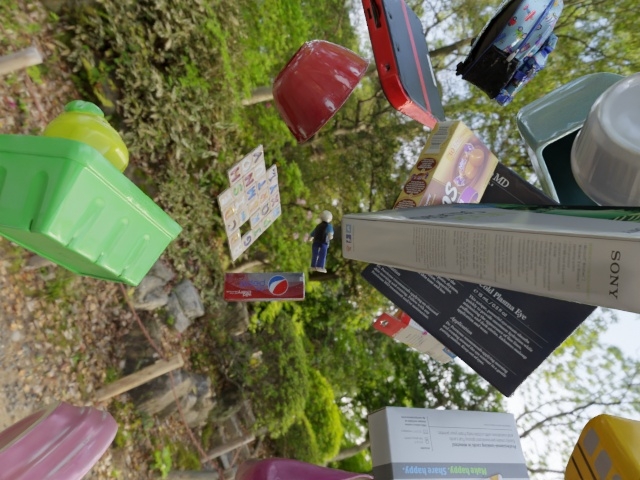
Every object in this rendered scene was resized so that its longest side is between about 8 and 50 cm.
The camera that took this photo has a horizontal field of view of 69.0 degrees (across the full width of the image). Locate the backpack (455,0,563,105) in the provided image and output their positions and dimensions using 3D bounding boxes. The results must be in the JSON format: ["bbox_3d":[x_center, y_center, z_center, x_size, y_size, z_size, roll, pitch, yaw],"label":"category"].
[{"bbox_3d":[0.325,-0.334,0.762,0.117,0.158,0.173,35,-41,0],"label":"backpack"}]

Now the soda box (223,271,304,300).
[{"bbox_3d":[-0.185,0.156,1.552,0.083,0.263,0.092,102,-12,-77],"label":"soda box"}]

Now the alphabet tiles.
[{"bbox_3d":[-0.158,-0.094,1.074,0.009,0.198,0.237,23,-40,23],"label":"alphabet tiles"}]

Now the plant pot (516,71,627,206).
[{"bbox_3d":[0.607,-0.244,1.100,0.247,0.248,0.252,51,20,-32],"label":"plant pot"}]

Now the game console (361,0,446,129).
[{"bbox_3d":[0.237,-0.515,1.304,0.342,0.060,0.386,6,71,-56],"label":"game console"}]

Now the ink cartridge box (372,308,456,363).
[{"bbox_3d":[0.271,0.238,1.272,0.231,0.078,0.134,27,-29,3],"label":"ink cartridge box"}]

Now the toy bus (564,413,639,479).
[{"bbox_3d":[0.325,0.315,0.396,0.332,0.108,0.130,-65,167,-69],"label":"toy bus"}]

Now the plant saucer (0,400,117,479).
[{"bbox_3d":[-0.436,0.322,0.602,0.084,0.332,0.332,59,-11,-5],"label":"plant saucer"}]

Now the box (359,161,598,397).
[{"bbox_3d":[0.313,0.041,0.866,0.343,0.312,0.179,40,19,13],"label":"box"}]

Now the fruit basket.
[{"bbox_3d":[-0.481,-0.130,0.983,0.392,0.283,0.392,8,90,-74],"label":"fruit basket"}]

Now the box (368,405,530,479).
[{"bbox_3d":[0.118,0.241,0.391,0.038,0.145,0.186,128,-33,-52],"label":"box"}]

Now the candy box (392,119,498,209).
[{"bbox_3d":[0.179,-0.068,0.688,0.109,0.186,0.053,33,-11,-32],"label":"candy box"}]

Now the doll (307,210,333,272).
[{"bbox_3d":[0.000,0.000,1.431,0.129,0.046,0.189,4,-97,58],"label":"doll"}]

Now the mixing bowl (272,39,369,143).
[{"bbox_3d":[-0.015,-0.264,0.778,0.098,0.181,0.181,38,-1,-20],"label":"mixing bowl"}]

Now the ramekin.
[{"bbox_3d":[0.580,-0.175,0.789,0.273,0.273,0.127,60,0,39],"label":"ramekin"}]

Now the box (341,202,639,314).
[{"bbox_3d":[0.209,-0.004,0.485,0.322,0.232,0.058,10,-75,54],"label":"box"}]

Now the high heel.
[{"bbox_3d":[0.066,0.381,0.626,0.181,0.377,0.127,140,-35,-68],"label":"high heel"}]
